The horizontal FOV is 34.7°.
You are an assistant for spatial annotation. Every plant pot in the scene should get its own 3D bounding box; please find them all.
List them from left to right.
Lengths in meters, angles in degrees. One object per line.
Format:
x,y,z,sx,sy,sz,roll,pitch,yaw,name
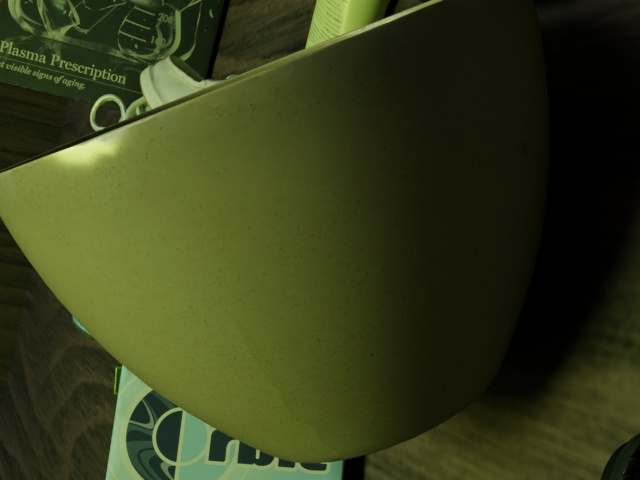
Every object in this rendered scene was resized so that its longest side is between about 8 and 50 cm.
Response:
0.000,0.000,0.535,0.284,0.284,0.191,8,122,68,plant pot

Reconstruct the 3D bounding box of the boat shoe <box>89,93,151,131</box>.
-0.164,-0.100,1.075,0.367,0.156,0.135,-173,95,-68,boat shoe

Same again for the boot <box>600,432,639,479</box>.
0.111,0.141,0.427,0.099,0.045,0.121,152,127,-66,boot

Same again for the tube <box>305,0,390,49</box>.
0.028,-0.198,0.798,0.070,0.062,0.240,-48,-20,-58,tube

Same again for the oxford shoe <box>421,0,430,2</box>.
0.087,-0.203,0.643,0.096,0.083,0.227,-61,23,-3,oxford shoe

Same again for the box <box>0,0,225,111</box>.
-0.298,-0.334,1.278,0.179,0.343,0.312,-151,73,-69,box

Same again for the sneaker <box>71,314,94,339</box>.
-0.268,0.031,1.381,0.125,0.104,0.262,-51,34,16,sneaker

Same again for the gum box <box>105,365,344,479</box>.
-0.060,0.137,0.694,0.041,0.157,0.184,86,-172,-73,gum box

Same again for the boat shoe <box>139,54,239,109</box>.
-0.051,-0.091,0.841,0.096,0.098,0.277,-54,52,12,boat shoe

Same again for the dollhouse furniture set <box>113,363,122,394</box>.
-0.204,0.152,1.221,0.152,0.059,0.076,-157,71,-87,dollhouse furniture set
